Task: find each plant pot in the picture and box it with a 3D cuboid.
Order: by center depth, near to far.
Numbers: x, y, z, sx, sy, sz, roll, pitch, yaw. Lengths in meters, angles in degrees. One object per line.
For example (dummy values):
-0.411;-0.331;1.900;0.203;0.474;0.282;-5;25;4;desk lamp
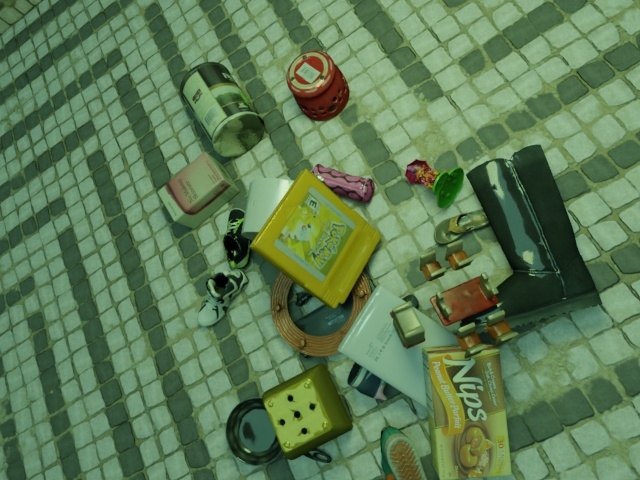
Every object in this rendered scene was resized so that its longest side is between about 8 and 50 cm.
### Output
-0.050;0.486;1.213;0.212;0.187;0.212;-26;70;-2;plant pot
-0.010;-0.533;1.456;0.191;0.174;0.191;-4;75;16;plant pot

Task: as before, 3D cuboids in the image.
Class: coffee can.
-0.353;-0.469;1.540;0.201;0.201;0.275;-37;70;8;coffee can

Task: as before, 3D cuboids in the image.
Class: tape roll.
-0.117;-0.080;1.352;0.246;0.246;0.169;5;79;19;tape roll

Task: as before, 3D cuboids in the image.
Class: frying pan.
-0.132;0.580;1.316;0.326;0.053;0.197;-6;77;6;frying pan

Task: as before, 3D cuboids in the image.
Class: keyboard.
0.035;0.216;1.351;0.317;0.033;0.202;-31;71;9;keyboard

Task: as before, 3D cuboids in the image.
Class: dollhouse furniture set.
0.311;0.172;1.075;0.259;0.135;0.262;-23;63;0;dollhouse furniture set

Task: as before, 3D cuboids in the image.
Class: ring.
-0.006;0.189;1.337;0.336;0.032;0.337;-3;78;16;ring

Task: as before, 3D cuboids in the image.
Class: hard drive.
0.234;0.296;1.174;0.318;0.040;0.210;34;84;-6;hard drive

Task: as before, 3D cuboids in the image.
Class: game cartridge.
0.000;0.000;1.239;0.323;0.052;0.285;38;69;-18;game cartridge

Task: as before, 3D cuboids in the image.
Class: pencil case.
0.068;-0.185;1.391;0.209;0.098;0.095;17;84;20;pencil case

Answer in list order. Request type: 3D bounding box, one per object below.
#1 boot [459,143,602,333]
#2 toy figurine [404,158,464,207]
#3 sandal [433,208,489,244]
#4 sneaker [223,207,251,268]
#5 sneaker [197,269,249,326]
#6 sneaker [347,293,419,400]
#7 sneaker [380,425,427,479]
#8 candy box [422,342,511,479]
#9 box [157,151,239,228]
0.498;-0.002;1.166;0.366;0.146;0.445;-16;81;2;boot
0.319;-0.190;1.289;0.159;0.173;0.130;33;107;35;toy figurine
0.420;-0.047;1.269;0.180;0.049;0.072;-22;73;12;sandal
-0.287;-0.016;1.466;0.084;0.097;0.235;-16;66;14;sneaker
-0.355;0.187;1.420;0.235;0.153;0.094;-43;67;5;sneaker
0.213;0.312;1.246;0.131;0.112;0.319;35;88;-2;sneaker
0.234;0.649;1.159;0.108;0.121;0.302;-14;92;-7;sneaker
0.374;0.436;1.108;0.182;0.087;0.317;-4;86;0;candy box
-0.437;-0.177;1.543;0.232;0.127;0.149;-39;70;7;box
